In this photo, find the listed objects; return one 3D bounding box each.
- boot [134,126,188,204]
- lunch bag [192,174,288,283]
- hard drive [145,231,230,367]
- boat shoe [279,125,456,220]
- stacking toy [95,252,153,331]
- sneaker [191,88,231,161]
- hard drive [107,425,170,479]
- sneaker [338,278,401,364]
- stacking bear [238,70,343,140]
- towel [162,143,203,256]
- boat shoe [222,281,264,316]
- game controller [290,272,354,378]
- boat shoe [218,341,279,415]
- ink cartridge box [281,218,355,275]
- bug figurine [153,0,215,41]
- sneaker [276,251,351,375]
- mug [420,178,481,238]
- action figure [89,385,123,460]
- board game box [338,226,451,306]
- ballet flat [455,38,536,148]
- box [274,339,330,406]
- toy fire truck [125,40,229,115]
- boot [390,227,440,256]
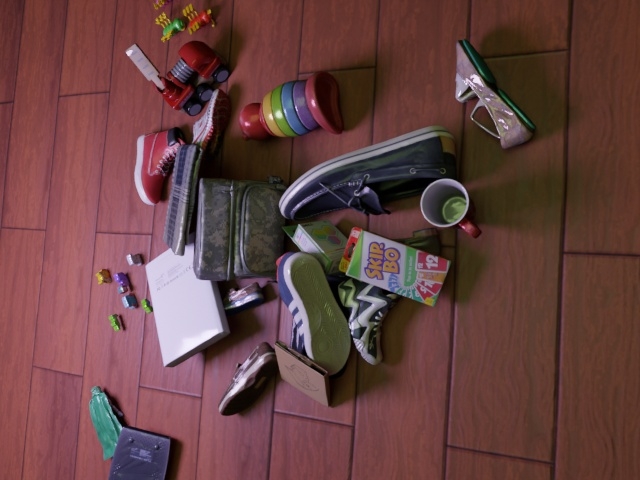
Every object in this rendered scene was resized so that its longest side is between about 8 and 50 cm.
[{"bbox_3d":[-0.504,-0.243,1.800,0.176,0.088,0.244,-8,79,22],"label":"boot"},{"bbox_3d":[-0.224,-0.032,1.586,0.256,0.212,0.305,3,86,-15],"label":"lunch bag"},{"bbox_3d":[-0.412,0.174,1.694,0.233,0.047,0.353,-32,58,18],"label":"hard drive"},{"bbox_3d":[0.120,-0.138,1.459,0.500,0.187,0.156,-19,72,16],"label":"boat shoe"},{"bbox_3d":[-0.645,0.168,1.847,0.167,0.052,0.221,-27,77,22],"label":"stacking toy"},{"bbox_3d":[-0.353,-0.367,1.740,0.093,0.088,0.225,22,94,25],"label":"sneaker"},{"bbox_3d":[-0.561,0.712,1.728,0.172,0.054,0.254,13,92,3],"label":"hard drive"},{"bbox_3d":[0.155,0.198,1.458,0.153,0.094,0.234,-21,80,18],"label":"sneaker"},{"bbox_3d":[-0.103,-0.365,1.597,0.289,0.164,0.175,-11,81,28],"label":"stacking bear"},{"bbox_3d":[-0.403,-0.124,1.649,0.312,0.056,0.324,-158,79,-66],"label":"towel"},{"bbox_3d":[-0.247,0.176,1.663,0.183,0.066,0.066,-21,62,22],"label":"boat shoe"},{"bbox_3d":[0.002,0.221,1.552,0.167,0.067,0.319,5,88,10],"label":"game controller"},{"bbox_3d":[-0.212,0.399,1.620,0.257,0.095,0.095,-48,46,14],"label":"boat shoe"},{"bbox_3d":[0.000,0.000,1.510,0.209,0.109,0.062,48,131,32],"label":"ink cartridge box"},{"bbox_3d":[-0.459,-0.783,1.833,0.216,0.072,0.279,-20,82,28],"label":"bug figurine"},{"bbox_3d":[-0.026,0.186,1.476,0.148,0.131,0.350,14,122,62],"label":"sneaker"},{"bbox_3d":[0.325,-0.064,1.364,0.113,0.169,0.150,-18,79,21],"label":"mug"},{"bbox_3d":[-0.698,0.585,1.823,0.137,0.063,0.232,-31,78,21],"label":"action figure"},{"bbox_3d":[0.184,0.064,1.403,0.260,0.039,0.124,20,98,6],"label":"board game box"},{"bbox_3d":[0.405,-0.361,1.395,0.106,0.108,0.316,-40,70,30],"label":"ballet flat"},{"bbox_3d":[-0.046,0.361,1.493,0.164,0.201,0.021,28,57,23],"label":"box"},{"bbox_3d":[-0.441,-0.529,1.706,0.217,0.246,0.158,-46,70,14],"label":"toy fire truck"},{"bbox_3d":[0.210,0.046,1.454,0.219,0.082,0.106,-19,75,20],"label":"boot"}]
